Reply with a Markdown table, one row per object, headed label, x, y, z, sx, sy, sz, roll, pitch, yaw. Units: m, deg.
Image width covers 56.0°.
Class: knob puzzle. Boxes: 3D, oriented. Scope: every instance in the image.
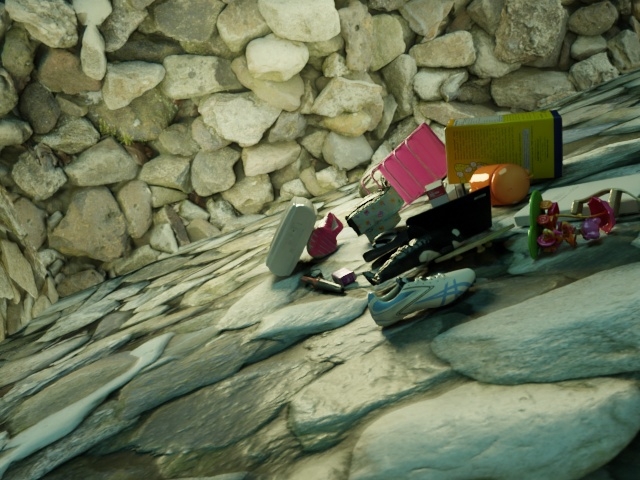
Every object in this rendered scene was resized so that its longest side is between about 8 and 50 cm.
| label | x | y | z | sx | sy | sz | roll | pitch | yaw |
| --- | --- | --- | --- | --- | --- | --- | --- | --- | --- |
| knob puzzle | 0.361 | 0.024 | 1.469 | 0.213 | 0.030 | 0.213 | -25 | -4 | -2 |

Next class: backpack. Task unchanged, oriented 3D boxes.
| label | x | y | z | sx | sy | sz | roll | pitch | yaw |
| --- | --- | --- | --- | --- | --- | --- | --- | --- | --- |
| backpack | 0.200 | -0.096 | 2.056 | 0.188 | 0.144 | 0.166 | -42 | 0 | 23 |

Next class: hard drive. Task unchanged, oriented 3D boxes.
| label | x | y | z | sx | sy | sz | roll | pitch | yaw |
| --- | --- | --- | --- | --- | --- | --- | --- | --- | --- |
| hard drive | 0.663 | -0.101 | 1.481 | 0.203 | 0.040 | 0.307 | -30 | 14 | -36 |

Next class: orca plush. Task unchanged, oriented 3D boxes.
| label | x | y | z | sx | sy | sz | roll | pitch | yaw |
| --- | --- | --- | --- | --- | --- | --- | --- | --- | --- |
| orca plush | 0.231 | 0.015 | 1.516 | 0.287 | 0.102 | 0.151 | -25 | -5 | -5 |

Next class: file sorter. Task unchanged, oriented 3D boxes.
| label | x | y | z | sx | sy | sz | roll | pitch | yaw |
| --- | --- | --- | --- | --- | --- | --- | --- | --- | --- |
| file sorter | 0.323 | -0.251 | 2.244 | 0.182 | 0.202 | 0.291 | -39 | -2 | -45 |

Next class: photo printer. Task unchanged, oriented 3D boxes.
| label | x | y | z | sx | sy | sz | roll | pitch | yaw |
| --- | --- | --- | --- | --- | --- | --- | --- | --- | --- |
| photo printer | -0.100 | -0.024 | 2.123 | 0.307 | 0.107 | 0.256 | -103 | 38 | -80 |

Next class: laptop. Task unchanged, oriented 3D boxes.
| label | x | y | z | sx | sy | sz | roll | pitch | yaw |
| --- | --- | --- | --- | --- | --- | --- | --- | --- | --- |
| laptop | 0.330 | -0.055 | 1.644 | 0.234 | 0.136 | 0.264 | -22 | 10 | -1 |

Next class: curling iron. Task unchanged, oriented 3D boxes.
| label | x | y | z | sx | sy | sz | roll | pitch | yaw |
| --- | --- | --- | --- | --- | --- | --- | --- | --- | --- |
| curling iron | 0.008 | 0.116 | 1.717 | 0.068 | 0.035 | 0.274 | -25 | 11 | -16 |

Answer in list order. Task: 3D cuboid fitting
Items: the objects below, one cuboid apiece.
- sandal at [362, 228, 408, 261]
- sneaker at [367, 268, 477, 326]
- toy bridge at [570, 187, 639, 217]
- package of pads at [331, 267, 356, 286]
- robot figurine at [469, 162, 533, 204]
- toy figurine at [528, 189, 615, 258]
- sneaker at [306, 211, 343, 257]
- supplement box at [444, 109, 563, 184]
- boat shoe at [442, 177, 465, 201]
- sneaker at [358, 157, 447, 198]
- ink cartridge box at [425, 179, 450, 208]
| label | x | y | z | sx | sy | sz | roll | pitch | yaw |
| --- | --- | --- | --- | --- | --- | --- | --- | --- | --- |
| sandal | 0.206 | -0.001 | 1.794 | 0.254 | 0.054 | 0.097 | -27 | -7 | -42 |
| sneaker | 0.212 | 0.103 | 1.251 | 0.237 | 0.086 | 0.085 | -21 | 9 | -3 |
| toy bridge | 0.644 | -0.083 | 1.320 | 0.026 | 0.063 | 0.188 | 18 | -7 | -34 |
| package of pads | 0.066 | 0.101 | 1.686 | 0.050 | 0.032 | 0.083 | -25 | 11 | -11 |
| robot figurine | 0.541 | -0.168 | 1.823 | 0.158 | 0.128 | 0.219 | 11 | -1 | -20 |
| toy figurine | 0.536 | -0.035 | 1.277 | 0.159 | 0.130 | 0.173 | -3 | 41 | 33 |
| sneaker | 0.000 | 0.000 | 2.166 | 0.111 | 0.103 | 0.252 | -40 | 7 | 31 |
| supplement box | 0.601 | -0.308 | 1.988 | 0.357 | 0.195 | 0.194 | -2 | 18 | 17 |
| boat shoe | 0.474 | -0.190 | 2.172 | 0.088 | 0.096 | 0.267 | -14 | 21 | 16 |
| sneaker | 0.342 | -0.273 | 2.577 | 0.483 | 0.185 | 0.202 | -14 | 9 | 41 |
| ink cartridge box | 0.370 | -0.108 | 1.840 | 0.056 | 0.135 | 0.099 | -22 | 10 | 14 |
